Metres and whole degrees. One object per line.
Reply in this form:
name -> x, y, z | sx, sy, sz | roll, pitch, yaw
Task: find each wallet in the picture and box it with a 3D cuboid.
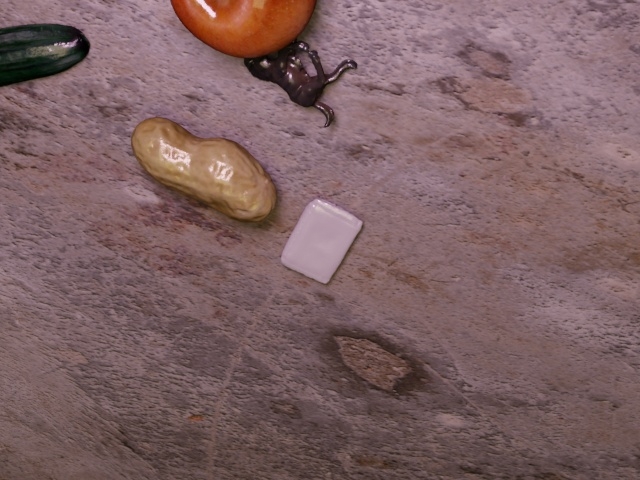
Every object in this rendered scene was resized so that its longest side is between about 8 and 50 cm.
wallet -> 0.000, 0.000, 1.899 | 0.124, 0.032, 0.183 | 25, 117, -6

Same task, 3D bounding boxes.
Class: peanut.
peanut -> -0.227, -0.149, 1.792 | 0.318, 0.147, 0.147 | 29, 119, -3

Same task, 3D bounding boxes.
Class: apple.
apple -> -0.143, -0.448, 1.561 | 0.251, 0.206, 0.272 | -27, 106, 16

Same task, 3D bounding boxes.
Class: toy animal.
toy animal -> -0.045, -0.324, 1.709 | 0.232, 0.084, 0.148 | 37, 129, -14

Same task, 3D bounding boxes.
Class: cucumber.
cucumber -> -0.572, -0.366, 1.759 | 0.243, 0.063, 0.115 | -11, 118, 12
